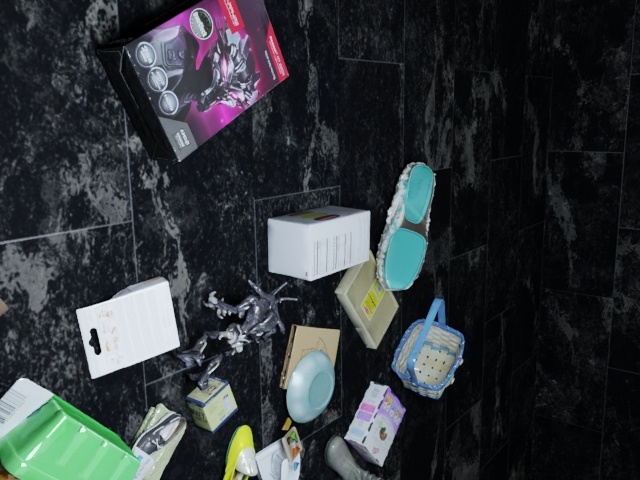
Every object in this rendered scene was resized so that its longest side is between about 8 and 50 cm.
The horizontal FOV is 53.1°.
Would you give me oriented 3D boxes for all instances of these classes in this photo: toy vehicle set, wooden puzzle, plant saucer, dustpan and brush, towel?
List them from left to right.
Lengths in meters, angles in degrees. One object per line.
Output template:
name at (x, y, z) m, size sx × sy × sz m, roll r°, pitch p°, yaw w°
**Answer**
towel at (-0.337, 0.416, 1.303) m, size 0.110 × 0.027 × 0.148 m, roll 52°, pitch 57°, yaw -42°
dustpan and brush at (-0.095, 0.621, 1.627) m, size 0.147 × 0.060 × 0.211 m, roll -15°, pitch 108°, yaw -51°
wooden puzzle at (-0.071, 0.520, 1.637) m, size 0.117 × 0.014 × 0.078 m, roll 70°, pitch 24°, yaw -9°
plant saucer at (-0.012, 0.388, 1.680) m, size 0.194 × 0.037 × 0.195 m, roll -14°, pitch 108°, yaw -51°
toy vehicle set at (0.141, 0.173, 1.875) m, size 0.166 × 0.035 × 0.267 m, roll -56°, pitch 136°, yaw -30°

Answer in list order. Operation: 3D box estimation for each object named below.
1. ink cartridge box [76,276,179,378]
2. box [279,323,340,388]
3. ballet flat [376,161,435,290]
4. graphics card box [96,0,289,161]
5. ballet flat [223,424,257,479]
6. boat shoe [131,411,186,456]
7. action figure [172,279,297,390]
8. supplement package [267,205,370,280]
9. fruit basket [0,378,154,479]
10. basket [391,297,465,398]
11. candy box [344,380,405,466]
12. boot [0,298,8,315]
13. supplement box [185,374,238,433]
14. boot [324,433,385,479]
ink cartridge box at (-0.367, 0.164, 1.223) m, size 0.179 × 0.045 × 0.146 m, roll -17°, pitch 111°, yaw -31°
box at (-0.024, 0.310, 1.698) m, size 0.201 × 0.021 × 0.165 m, roll 17°, pitch 83°, yaw -52°
ballet flat at (0.247, -0.033, 1.894) m, size 0.147 × 0.146 × 0.409 m, roll 37°, pitch 65°, yaw -49°
graphics card box at (-0.229, -0.346, 1.253) m, size 0.371 × 0.094 × 0.233 m, roll -47°, pitch 131°, yaw -36°
ballet flat at (-0.187, 0.550, 1.480) m, size 0.077 × 0.077 × 0.231 m, roll 34°, pitch 69°, yaw -49°
boat shoe at (-0.318, 0.391, 1.269) m, size 0.125 × 0.038 × 0.046 m, roll -38°, pitch 123°, yaw -43°
action figure at (-0.186, 0.182, 1.370) m, size 0.275 × 0.140 × 0.164 m, roll -41°, pitch 126°, yaw -22°
supplement package at (0.000, 0.000, 1.575) m, size 0.244 × 0.139 × 0.134 m, roll -16°, pitch 110°, yaw -51°
fruit basket at (-0.490, 0.431, 1.034) m, size 0.353 × 0.165 × 0.327 m, roll -48°, pitch 129°, yaw -11°
basket at (0.346, 0.350, 2.038) m, size 0.255 × 0.201 × 0.289 m, roll -58°, pitch 147°, yaw -27°
candy box at (0.170, 0.560, 1.956) m, size 0.196 × 0.070 × 0.165 m, roll -60°, pitch 138°, yaw -27°
boot at (-0.569, 0.034, 0.874) m, size 0.115 × 0.112 × 0.305 m, roll -46°, pitch 133°, yaw -24°
supplement box at (-0.237, 0.357, 1.398) m, size 0.083 × 0.056 × 0.083 m, roll -40°, pitch 126°, yaw -42°
boot at (0.114, 0.660, 1.824) m, size 0.083 × 0.161 × 0.247 m, roll -47°, pitch 131°, yaw -38°
